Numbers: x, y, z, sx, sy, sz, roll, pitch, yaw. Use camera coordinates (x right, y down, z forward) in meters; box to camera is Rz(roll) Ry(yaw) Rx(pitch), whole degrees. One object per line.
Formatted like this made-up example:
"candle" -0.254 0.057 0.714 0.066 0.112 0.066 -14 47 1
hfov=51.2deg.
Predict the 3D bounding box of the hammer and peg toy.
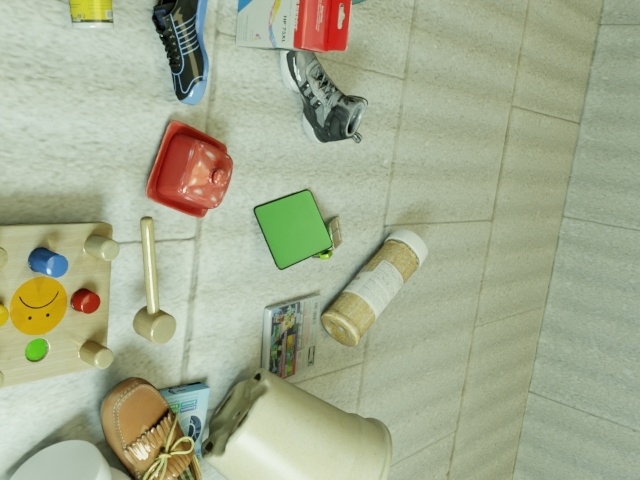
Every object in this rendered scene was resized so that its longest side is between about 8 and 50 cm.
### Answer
"hammer and peg toy" -0.413 0.089 1.091 0.361 0.127 0.266 -6 104 -49

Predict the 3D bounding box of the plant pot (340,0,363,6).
"plant pot" 0.057 -0.597 1.336 0.271 0.255 0.272 -20 117 -45

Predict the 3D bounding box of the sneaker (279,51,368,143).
"sneaker" 0.016 -0.326 1.453 0.101 0.153 0.269 -48 134 -30

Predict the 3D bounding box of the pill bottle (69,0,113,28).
"pill bottle" -0.362 -0.393 1.047 0.065 0.065 0.116 -18 115 -46

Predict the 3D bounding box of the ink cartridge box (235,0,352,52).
"ink cartridge box" -0.054 -0.431 1.273 0.078 0.231 0.134 -8 108 -49

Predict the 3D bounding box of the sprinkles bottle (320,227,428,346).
"sprinkles bottle" 0.149 0.120 1.781 0.355 0.121 0.121 -47 133 -31

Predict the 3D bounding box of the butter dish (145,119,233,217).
"butter dish" -0.222 -0.125 1.259 0.160 0.118 0.160 24 84 -51

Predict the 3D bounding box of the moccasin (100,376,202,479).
"moccasin" -0.299 0.415 1.252 0.139 0.147 0.380 -31 123 -37

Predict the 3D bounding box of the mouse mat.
"mouse mat" -0.059 -0.028 1.521 0.189 0.007 0.153 -23 91 -45

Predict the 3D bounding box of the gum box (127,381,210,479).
"gum box" -0.311 0.396 1.379 0.157 0.041 0.184 2 101 -50

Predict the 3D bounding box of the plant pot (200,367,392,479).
"plant pot" -0.071 0.447 1.424 0.305 0.334 0.334 39 68 -15

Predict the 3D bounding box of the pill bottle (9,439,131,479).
"pill bottle" -0.398 0.538 1.187 0.210 0.210 0.363 -42 130 -34

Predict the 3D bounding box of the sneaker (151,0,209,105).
"sneaker" -0.254 -0.359 1.183 0.090 0.081 0.232 -5 99 -47

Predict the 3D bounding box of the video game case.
"video game case" -0.072 0.243 1.634 0.183 0.023 0.201 -12 111 -48

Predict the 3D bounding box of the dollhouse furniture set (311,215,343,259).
"dollhouse furniture set" 0.000 0.000 1.643 0.151 0.058 0.076 -45 128 -59
